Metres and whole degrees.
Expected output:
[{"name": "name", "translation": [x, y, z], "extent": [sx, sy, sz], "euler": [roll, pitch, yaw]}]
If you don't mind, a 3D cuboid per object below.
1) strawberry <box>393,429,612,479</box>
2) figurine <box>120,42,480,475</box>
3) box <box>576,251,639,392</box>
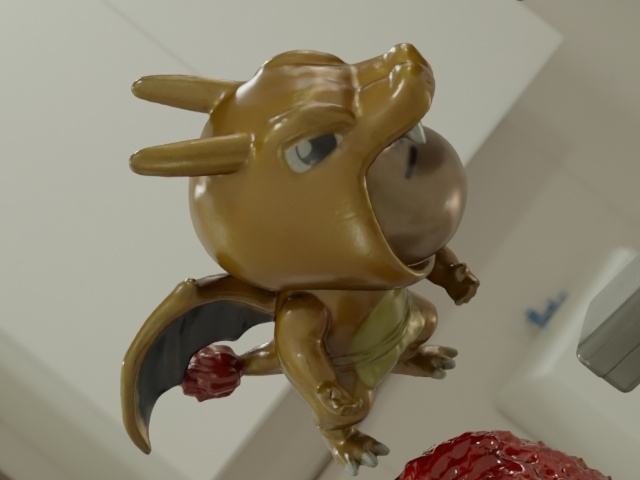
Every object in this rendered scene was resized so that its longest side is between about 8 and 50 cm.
[{"name": "strawberry", "translation": [0.179, 0.284, 1.314], "extent": [0.257, 0.276, 0.257], "euler": [-175, 90, -71]}, {"name": "figurine", "translation": [-0.020, 0.022, 1.494], "extent": [0.401, 0.268, 0.387], "euler": [-33, -51, -23]}, {"name": "box", "translation": [0.286, 0.005, 1.163], "extent": [0.244, 0.055, 0.103], "euler": [-50, 4, 31]}]
